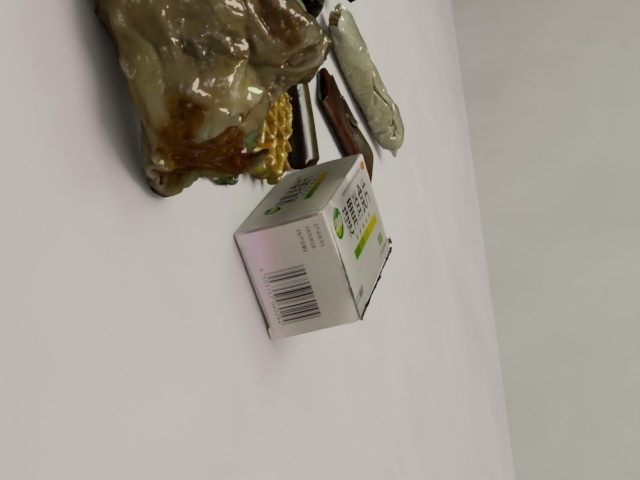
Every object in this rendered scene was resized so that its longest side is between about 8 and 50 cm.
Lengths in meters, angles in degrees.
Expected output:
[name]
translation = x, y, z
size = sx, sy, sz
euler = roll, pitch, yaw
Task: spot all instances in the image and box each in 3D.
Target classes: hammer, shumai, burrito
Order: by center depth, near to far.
[shumai]
translation = -0.171, -0.196, 1.367
size = 0.314, 0.267, 0.262
euler = 31, 77, -20
[hammer]
translation = -0.042, -0.314, 1.992
size = 0.242, 0.095, 0.409
euler = 27, 52, -69
[burrito]
translation = 0.103, -0.350, 2.518
size = 0.117, 0.076, 0.392
euler = -90, 158, -44

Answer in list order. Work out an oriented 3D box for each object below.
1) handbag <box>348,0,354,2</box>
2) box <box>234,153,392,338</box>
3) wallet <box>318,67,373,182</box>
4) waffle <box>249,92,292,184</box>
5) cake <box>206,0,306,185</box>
[handbag]
translation = 0.052, -0.638, 2.469
size = 0.169, 0.155, 0.215
euler = 41, 36, -39
[box]
translation = 0.001, 0.000, 1.754
size = 0.333, 0.145, 0.173
euler = -58, 133, -67
[wallet]
translation = 0.052, -0.228, 2.323
size = 0.137, 0.031, 0.255
euler = -86, 156, -47
[waffle]
translation = -0.094, -0.186, 1.762
size = 0.160, 0.055, 0.211
euler = 58, 25, -48
[cake]
translation = -0.099, -0.231, 1.588
size = 0.158, 0.172, 0.284
euler = 27, 52, -66
